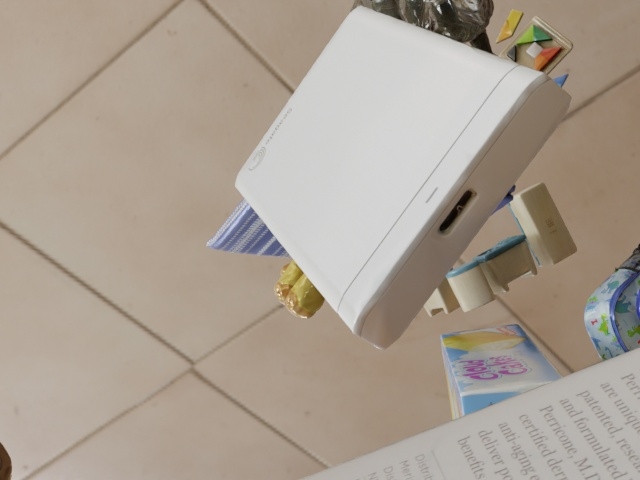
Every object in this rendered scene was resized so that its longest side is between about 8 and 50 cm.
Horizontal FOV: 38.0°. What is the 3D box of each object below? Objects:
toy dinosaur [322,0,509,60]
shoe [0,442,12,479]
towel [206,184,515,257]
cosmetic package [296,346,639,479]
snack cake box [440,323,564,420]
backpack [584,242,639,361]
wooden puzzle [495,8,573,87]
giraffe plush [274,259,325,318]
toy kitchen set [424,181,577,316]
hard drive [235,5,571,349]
[{"bbox_3d":[0.111,-0.247,1.003,0.121,0.313,0.160,-26,111,-25],"label":"toy dinosaur"},{"bbox_3d":[-0.253,0.067,0.458,0.219,0.076,0.058,44,107,-1],"label":"shoe"},{"bbox_3d":[0.052,-0.035,1.184,0.336,0.040,0.243,4,154,-25],"label":"towel"},{"bbox_3d":[0.227,0.176,0.484,0.453,0.161,0.230,-20,118,-1],"label":"cosmetic package"},{"bbox_3d":[0.172,0.177,0.865,0.089,0.264,0.152,-8,94,4],"label":"snack cake box"},{"bbox_3d":[0.316,0.070,0.885,0.114,0.084,0.105,-34,98,-22],"label":"backpack"},{"bbox_3d":[0.263,-0.234,1.150,0.078,0.116,0.014,-55,153,8],"label":"wooden puzzle"},{"bbox_3d":[0.000,0.000,1.529,0.210,0.181,0.170,-29,115,-9],"label":"giraffe plush"},{"bbox_3d":[0.259,0.017,1.471,0.207,0.166,0.122,-27,91,-21],"label":"toy kitchen set"},{"bbox_3d":[0.045,-0.081,0.828,0.047,0.353,0.233,32,97,-28],"label":"hard drive"}]
